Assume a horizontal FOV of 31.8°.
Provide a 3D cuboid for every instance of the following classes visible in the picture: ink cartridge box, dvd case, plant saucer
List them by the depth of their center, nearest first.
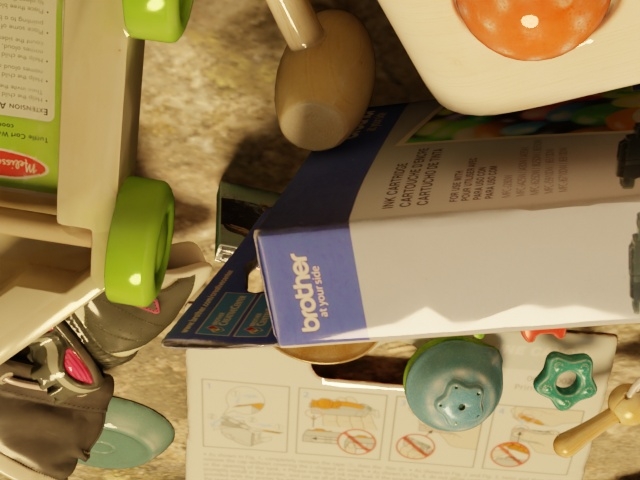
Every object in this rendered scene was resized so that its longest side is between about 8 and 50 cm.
[{"bbox_3d":[0.096,-0.022,0.500,0.311,0.186,0.065,-8,110,16],"label":"ink cartridge box"},{"bbox_3d":[0.000,0.000,0.632,0.120,0.087,0.013,14,114,-10],"label":"dvd case"},{"bbox_3d":[0.001,0.051,0.751,0.084,0.015,0.083,3,134,3],"label":"plant saucer"},{"bbox_3d":[0.048,0.182,0.916,0.308,0.091,0.384,4,128,1],"label":"ink cartridge box"},{"bbox_3d":[-0.183,0.165,0.944,0.119,0.021,0.119,4,145,3],"label":"plant saucer"}]

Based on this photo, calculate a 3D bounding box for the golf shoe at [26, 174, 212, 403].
[{"bbox_3d":[-0.171,-0.035,0.612,0.120,0.105,0.273,-34,129,1],"label":"golf shoe"}]

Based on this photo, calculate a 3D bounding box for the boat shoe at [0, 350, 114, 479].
[{"bbox_3d":[-0.292,0.066,0.773,0.335,0.095,0.112,36,171,-31],"label":"boat shoe"}]

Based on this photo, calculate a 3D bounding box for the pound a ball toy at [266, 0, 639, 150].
[{"bbox_3d":[0.018,-0.141,0.377,0.208,0.135,0.319,-12,141,22],"label":"pound a ball toy"}]

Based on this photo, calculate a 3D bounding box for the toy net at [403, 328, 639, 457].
[{"bbox_3d":[0.177,0.088,0.757,0.232,0.045,0.122,8,107,-5],"label":"toy net"}]

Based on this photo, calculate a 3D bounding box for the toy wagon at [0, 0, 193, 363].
[{"bbox_3d":[-0.195,-0.038,0.478,0.267,0.068,0.344,9,116,1],"label":"toy wagon"}]
